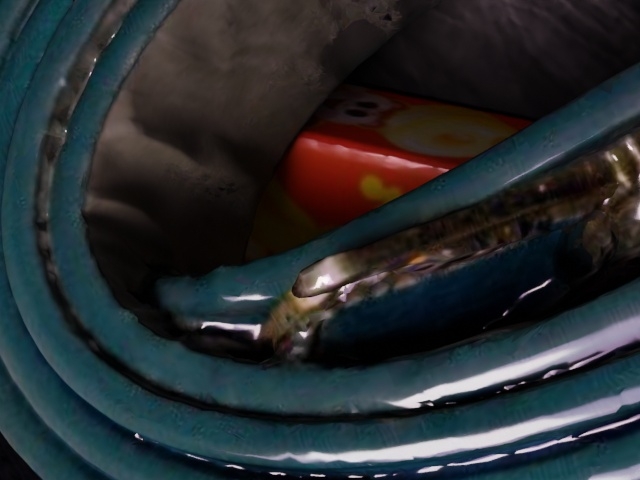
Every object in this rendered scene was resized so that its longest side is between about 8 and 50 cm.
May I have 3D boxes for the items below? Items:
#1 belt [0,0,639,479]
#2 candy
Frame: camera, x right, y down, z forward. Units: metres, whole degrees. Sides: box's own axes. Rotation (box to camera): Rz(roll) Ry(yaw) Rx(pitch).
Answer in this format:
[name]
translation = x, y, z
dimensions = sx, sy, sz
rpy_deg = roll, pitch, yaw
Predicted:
[belt]
translation = 0.082, -0.051, 0.458
dimensions = 0.437, 0.173, 0.300
rpy_deg = -25, 74, 12
[candy]
translation = 0.000, 0.000, 0.641
dimensions = 0.276, 0.088, 0.146
rpy_deg = 13, 117, 19
